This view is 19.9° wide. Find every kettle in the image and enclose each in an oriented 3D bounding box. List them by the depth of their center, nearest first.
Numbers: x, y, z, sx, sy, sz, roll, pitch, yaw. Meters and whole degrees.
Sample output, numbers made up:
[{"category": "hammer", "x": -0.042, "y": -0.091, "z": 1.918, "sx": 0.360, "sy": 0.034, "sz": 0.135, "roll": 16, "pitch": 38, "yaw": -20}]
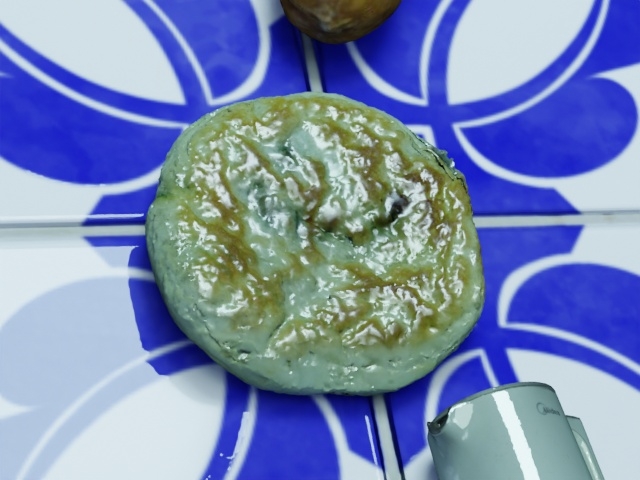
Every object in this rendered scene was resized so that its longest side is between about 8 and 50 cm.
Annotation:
[{"category": "kettle", "x": 0.138, "y": 0.168, "z": 1.124, "sx": 0.127, "sy": 0.098, "sz": 0.148, "roll": -9, "pitch": 61, "yaw": -15}]

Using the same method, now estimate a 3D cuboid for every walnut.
[{"category": "walnut", "x": 0.024, "y": -0.231, "z": 1.305, "sx": 0.116, "sy": 0.116, "sz": 0.207, "roll": 16, "pitch": 63, "yaw": -8}]

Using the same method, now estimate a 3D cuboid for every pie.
[{"category": "pie", "x": 0.000, "y": 0.000, "z": 1.201, "sx": 0.240, "sy": 0.054, "sz": 0.240, "roll": 9, "pitch": 58, "yaw": -14}]
